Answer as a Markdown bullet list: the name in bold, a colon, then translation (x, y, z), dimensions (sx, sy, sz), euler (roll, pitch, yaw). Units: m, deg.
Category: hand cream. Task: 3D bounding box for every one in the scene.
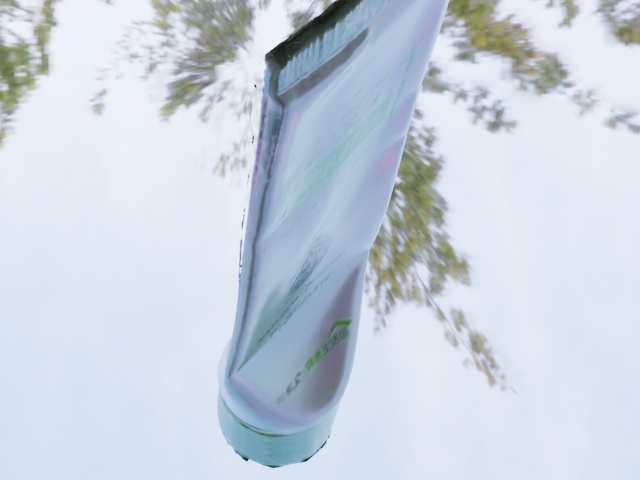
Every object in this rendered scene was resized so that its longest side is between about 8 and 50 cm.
- **hand cream**: translation (-0.001, -0.001, 0.521), dimensions (0.050, 0.275, 0.079), euler (15, -122, 0)
